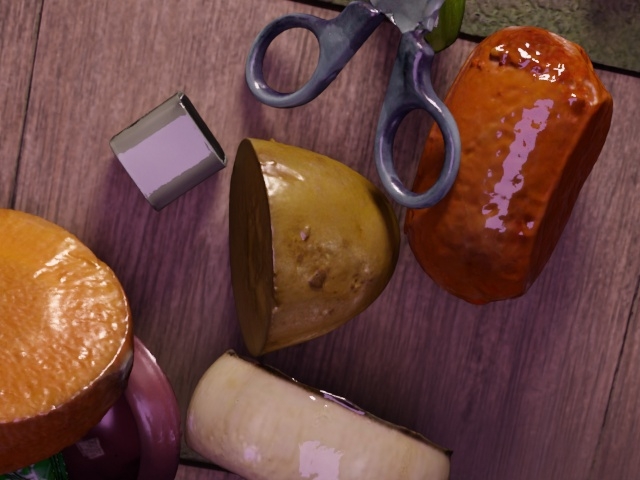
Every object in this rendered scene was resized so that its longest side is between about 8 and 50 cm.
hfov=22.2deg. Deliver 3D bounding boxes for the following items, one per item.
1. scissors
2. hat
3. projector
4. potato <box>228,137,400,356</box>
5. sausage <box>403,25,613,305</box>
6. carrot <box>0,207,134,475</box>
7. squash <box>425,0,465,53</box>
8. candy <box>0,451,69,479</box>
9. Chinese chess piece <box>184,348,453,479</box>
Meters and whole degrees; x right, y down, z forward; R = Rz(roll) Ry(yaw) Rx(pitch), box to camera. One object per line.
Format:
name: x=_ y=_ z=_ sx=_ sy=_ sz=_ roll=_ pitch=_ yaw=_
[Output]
scissors: x=0.086 y=-0.244 z=1.484 sx=0.256 sy=0.029 sz=0.383 roll=36 pitch=113 yaw=26
hat: x=-0.196 y=0.170 z=1.598 sx=0.205 sy=0.089 sz=0.205 roll=16 pitch=115 yaw=39
projector: x=-0.145 y=-0.086 z=1.569 sx=0.082 sy=0.083 sz=0.083 roll=-34 pitch=99 yaw=4
potato: x=0.000 y=0.000 z=1.557 sx=0.158 sy=0.178 sz=0.203 roll=-7 pitch=79 yaw=-17
sausage: x=0.174 y=-0.070 z=1.545 sx=0.141 sy=0.153 sz=0.268 roll=25 pitch=100 yaw=23
carrot: x=-0.320 y=0.093 z=1.524 sx=0.307 sy=0.100 sz=0.258 roll=11 pitch=58 yaw=12
squash: x=0.092 y=-0.320 z=1.534 sx=0.082 sy=0.082 sz=0.292 roll=-6 pitch=102 yaw=0
candy: x=-0.287 y=0.230 z=1.588 sx=0.078 sy=0.203 sz=0.141 roll=-34 pitch=120 yaw=-28
Chinese chess piece: x=-0.002 y=0.194 z=1.537 sx=0.257 sy=0.257 sz=0.104 roll=25 pitch=86 yaw=-6
